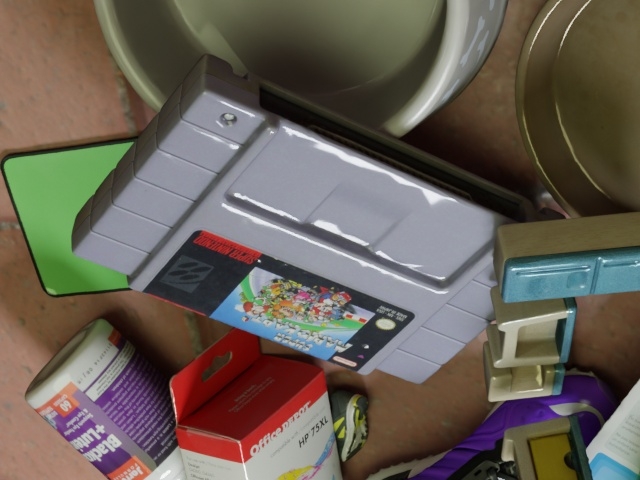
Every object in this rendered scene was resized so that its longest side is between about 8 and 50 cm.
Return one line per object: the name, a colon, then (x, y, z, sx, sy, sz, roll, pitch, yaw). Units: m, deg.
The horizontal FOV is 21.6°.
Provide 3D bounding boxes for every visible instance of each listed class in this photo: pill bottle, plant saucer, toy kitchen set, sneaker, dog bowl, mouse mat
pill bottle: (-0.175, 0.175, 1.582, 0.193, 0.108, 0.108, 45, 119, -10)
plant saucer: (0.288, -0.104, 1.318, 0.278, 0.041, 0.277, 15, 122, 24)
toy kitchen set: (0.210, 0.107, 1.358, 0.122, 0.166, 0.207, -6, 143, -3)
sneaker: (0.024, 0.171, 1.577, 0.035, 0.031, 0.083, 30, 131, 29)
dog bowl: (-0.025, -0.213, 1.342, 0.349, 0.102, 0.348, 7, 119, 12)
mouse mat: (-0.192, -0.021, 1.542, 0.190, 0.007, 0.152, -6, 115, 19)
sneaker: (0.146, 0.232, 1.496, 0.293, 0.146, 0.102, -35, 104, 20)

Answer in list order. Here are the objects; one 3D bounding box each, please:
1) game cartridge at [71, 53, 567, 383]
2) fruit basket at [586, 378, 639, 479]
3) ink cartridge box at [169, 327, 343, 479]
game cartridge: (0.000, 0.000, 1.380, 0.355, 0.068, 0.230, 22, 129, -25)
fruit basket: (0.405, 0.191, 1.380, 0.327, 0.165, 0.353, 26, 129, -5)
ink cartridge box: (-0.053, 0.200, 1.539, 0.078, 0.134, 0.231, 10, 122, 34)
